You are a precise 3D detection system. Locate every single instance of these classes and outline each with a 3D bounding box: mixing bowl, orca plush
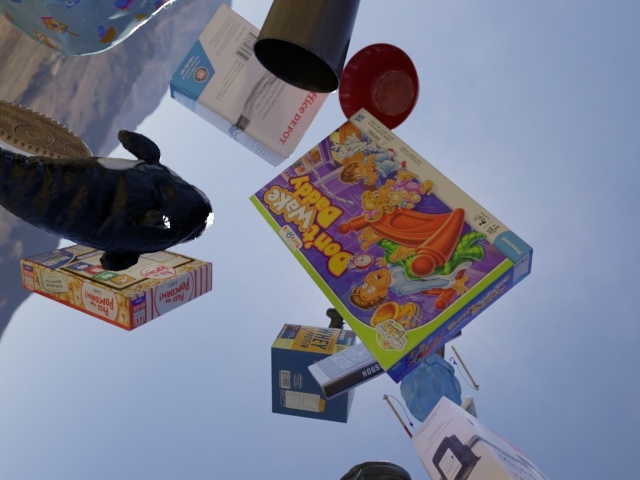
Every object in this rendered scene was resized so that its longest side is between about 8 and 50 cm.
[{"bbox_3d":[0.140,-0.320,1.054,0.181,0.181,0.098,-34,171,33],"label":"mixing bowl"},{"bbox_3d":[-0.194,-0.049,0.491,0.102,0.287,0.151,11,-107,31],"label":"orca plush"}]

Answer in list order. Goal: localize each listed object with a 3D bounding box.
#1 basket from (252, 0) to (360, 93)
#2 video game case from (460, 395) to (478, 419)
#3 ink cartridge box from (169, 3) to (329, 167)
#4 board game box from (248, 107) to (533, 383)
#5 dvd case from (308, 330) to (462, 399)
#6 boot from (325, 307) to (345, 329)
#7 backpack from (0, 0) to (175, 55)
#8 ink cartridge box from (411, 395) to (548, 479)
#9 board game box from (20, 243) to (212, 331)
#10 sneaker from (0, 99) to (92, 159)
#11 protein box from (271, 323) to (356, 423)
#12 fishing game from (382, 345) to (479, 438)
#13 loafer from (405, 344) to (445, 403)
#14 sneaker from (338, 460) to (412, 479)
[{"bbox_3d":[-0.005,-0.402,0.852,0.204,0.154,0.227,31,77,-78],"label":"basket"},{"bbox_3d":[0.415,0.584,1.438,0.022,0.173,0.190,-1,-155,44],"label":"video game case"},{"bbox_3d":[-0.162,-0.353,1.164,0.223,0.307,0.129,-60,-167,-11],"label":"ink cartridge box"},{"bbox_3d":[0.083,-0.011,0.708,0.233,0.078,0.347,-39,-123,-3],"label":"board game box"},{"bbox_3d":[0.100,0.192,0.844,0.238,0.030,0.179,-22,178,-10],"label":"dvd case"},{"bbox_3d":[0.041,0.274,1.623,0.121,0.045,0.099,-21,-137,59],"label":"boot"},{"bbox_3d":[-0.204,-0.264,0.416,0.188,0.166,0.144,-51,178,-13],"label":"backpack"},{"bbox_3d":[0.251,0.351,0.699,0.100,0.172,0.237,-54,-172,2],"label":"ink cartridge box"},{"bbox_3d":[-0.265,0.046,0.651,0.193,0.147,0.045,14,-70,26],"label":"board game box"},{"bbox_3d":[-0.466,-0.112,0.663,0.153,0.282,0.099,-58,-158,27],"label":"sneaker"},{"bbox_3d":[-0.014,0.345,1.295,0.136,0.201,0.200,-55,148,-70],"label":"protein box"},{"bbox_3d":[0.286,0.390,1.297,0.264,0.189,0.041,-30,171,-28],"label":"fishing game"},{"bbox_3d":[0.370,0.445,1.746,0.130,0.134,0.366,3,-143,16],"label":"loafer"},{"bbox_3d":[0.036,0.456,0.822,0.267,0.101,0.106,-14,-174,-10],"label":"sneaker"}]
